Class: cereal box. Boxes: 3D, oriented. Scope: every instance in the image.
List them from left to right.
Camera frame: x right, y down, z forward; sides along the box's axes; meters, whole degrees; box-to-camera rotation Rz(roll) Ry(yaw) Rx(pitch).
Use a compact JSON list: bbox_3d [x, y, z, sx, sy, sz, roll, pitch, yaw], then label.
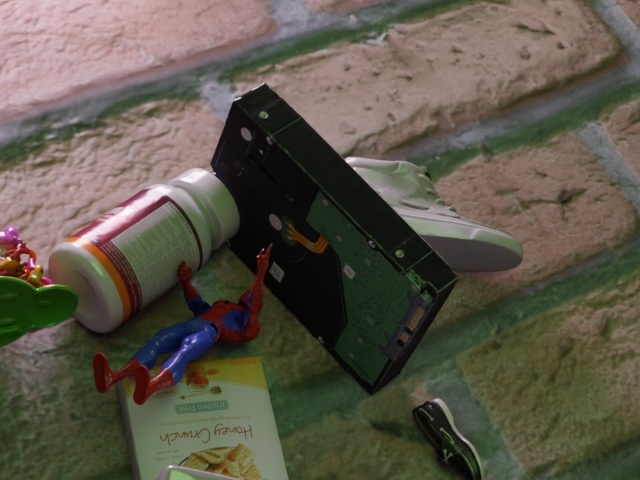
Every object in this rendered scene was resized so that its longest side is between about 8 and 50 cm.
[{"bbox_3d":[-0.129,0.253,1.888,0.173,0.047,0.240,-4,58,-19],"label":"cereal box"}]

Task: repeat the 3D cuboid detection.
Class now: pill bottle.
[{"bbox_3d":[-0.209,0.007,1.985,0.121,0.121,0.221,44,55,13],"label":"pill bottle"}]

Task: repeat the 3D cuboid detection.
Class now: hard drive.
[{"bbox_3d":[0.000,0.000,1.988,0.064,0.237,0.339,-33,71,-33],"label":"hard drive"}]

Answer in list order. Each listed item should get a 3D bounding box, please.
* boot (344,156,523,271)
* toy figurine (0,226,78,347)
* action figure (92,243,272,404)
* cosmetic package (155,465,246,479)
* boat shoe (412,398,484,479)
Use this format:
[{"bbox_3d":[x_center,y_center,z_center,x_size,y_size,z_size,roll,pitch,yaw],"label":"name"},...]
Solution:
[{"bbox_3d":[0.143,-0.042,2.150,0.258,0.095,0.123,12,61,-9],"label":"boot"},{"bbox_3d":[-0.385,0.027,1.922,0.173,0.130,0.159,-8,51,-21],"label":"toy figurine"},{"bbox_3d":[-0.146,0.079,1.914,0.091,0.139,0.280,15,21,27],"label":"action figure"},{"bbox_3d":[0.022,0.405,1.733,0.453,0.161,0.230,14,66,-10],"label":"cosmetic package"},{"bbox_3d":[0.154,0.247,1.988,0.038,0.046,0.125,-16,60,-27],"label":"boat shoe"}]
